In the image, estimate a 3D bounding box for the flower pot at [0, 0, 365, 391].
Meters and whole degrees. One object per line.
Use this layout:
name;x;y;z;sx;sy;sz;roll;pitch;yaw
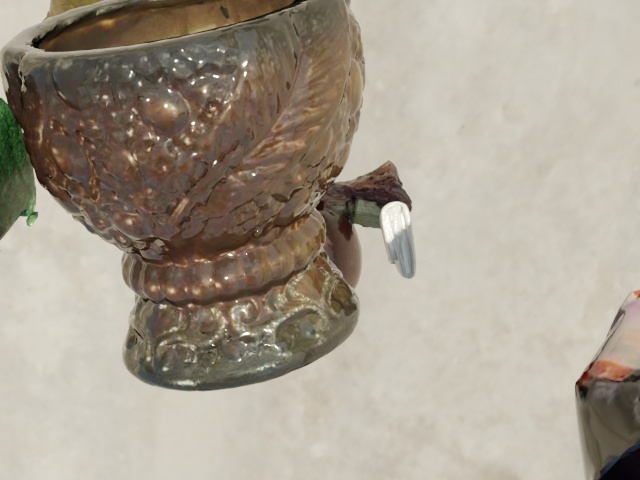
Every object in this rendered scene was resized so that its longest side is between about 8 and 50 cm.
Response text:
flower pot;-0.086;-0.045;1.022;0.266;0.266;0.267;2;112;31

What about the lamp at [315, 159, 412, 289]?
lamp;0.000;0.008;1.742;0.215;0.151;0.223;10;123;-5

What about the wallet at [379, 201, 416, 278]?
wallet;0.063;-0.001;1.094;0.025;0.122;0.061;-15;90;2

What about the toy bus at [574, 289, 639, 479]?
toy bus;0.252;0.100;0.535;0.302;0.147;0.127;8;132;35

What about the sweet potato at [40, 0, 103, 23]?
sweet potato;-0.187;-0.322;1.528;0.369;0.158;0.158;-19;104;32

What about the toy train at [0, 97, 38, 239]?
toy train;-0.369;-0.033;1.018;0.330;0.178;0.138;11;135;20
